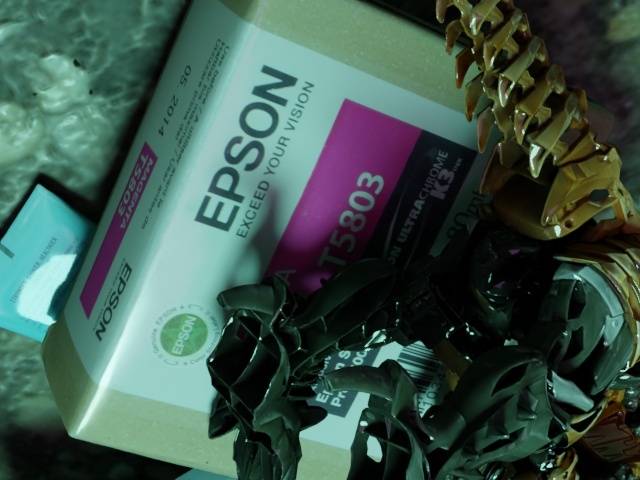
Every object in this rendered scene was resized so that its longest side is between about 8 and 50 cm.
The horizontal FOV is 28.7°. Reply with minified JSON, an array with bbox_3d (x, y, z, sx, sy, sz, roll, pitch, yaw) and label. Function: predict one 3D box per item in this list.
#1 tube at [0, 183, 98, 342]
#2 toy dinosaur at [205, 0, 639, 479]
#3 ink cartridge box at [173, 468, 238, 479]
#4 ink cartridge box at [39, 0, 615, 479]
[{"bbox_3d":[-0.084,0.050,0.677,0.207,0.052,0.080,30,97,-28],"label":"tube"},{"bbox_3d":[0.073,0.042,0.544,0.218,0.164,0.321,-28,103,-24],"label":"toy dinosaur"},{"bbox_3d":[-0.089,0.261,0.754,0.239,0.060,0.275,-27,137,-37],"label":"ink cartridge box"},{"bbox_3d":[0.000,0.000,0.606,0.193,0.088,0.234,18,106,-27],"label":"ink cartridge box"}]
